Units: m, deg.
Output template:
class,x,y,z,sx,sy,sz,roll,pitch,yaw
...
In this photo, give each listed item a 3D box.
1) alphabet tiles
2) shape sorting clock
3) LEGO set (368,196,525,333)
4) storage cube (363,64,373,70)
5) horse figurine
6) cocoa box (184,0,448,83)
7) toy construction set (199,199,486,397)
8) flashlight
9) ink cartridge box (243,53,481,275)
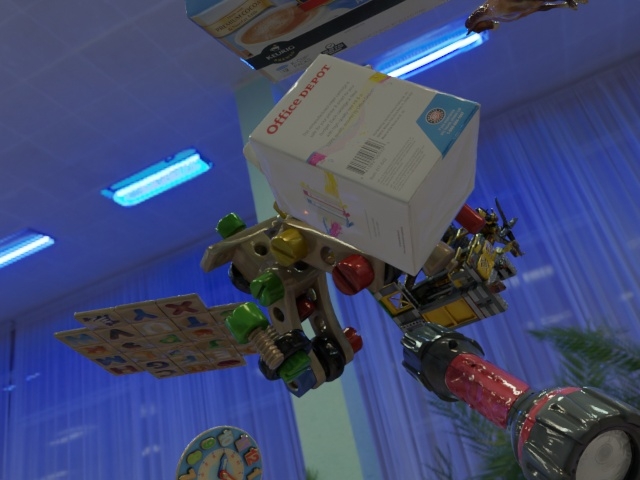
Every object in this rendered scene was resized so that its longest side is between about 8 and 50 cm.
class,x,y,z,sx,sy,sz,roll,pitch,yaw
alphabet tiles,-0.234,0.164,0.941,0.285,0.011,0.342,-9,-27,1
shape sorting clock,-0.220,0.518,1.305,0.206,0.206,0.040,8,-12,-35
LEGO set,0.188,-0.017,0.882,0.192,0.255,0.331,-30,6,38
storage cube,0.081,-0.330,1.611,0.184,0.215,0.193,-13,-25,6
horse figurine,0.321,-0.376,0.925,0.175,0.066,0.263,-2,13,11
cocoa box,0.003,-0.412,0.784,0.347,0.231,0.228,-19,-13,21
toy construction set,0.000,0.000,0.697,0.309,0.237,0.257,-37,-24,-15
flashlight,0.172,0.152,0.578,0.103,0.103,0.304,-13,13,-17
ink cartridge box,0.026,-0.059,0.421,0.092,0.143,0.090,-52,-28,-20
